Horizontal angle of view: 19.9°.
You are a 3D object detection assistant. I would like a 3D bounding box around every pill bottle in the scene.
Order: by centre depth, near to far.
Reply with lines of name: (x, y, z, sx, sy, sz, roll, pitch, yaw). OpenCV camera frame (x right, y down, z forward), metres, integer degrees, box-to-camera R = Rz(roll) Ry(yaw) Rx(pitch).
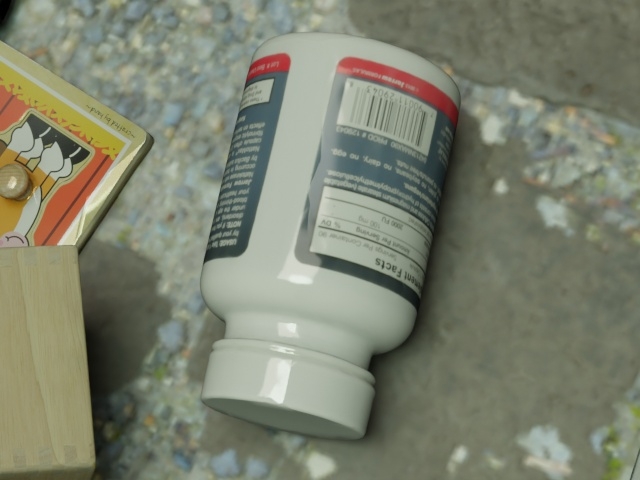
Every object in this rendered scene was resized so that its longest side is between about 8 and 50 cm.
pill bottle: (0.000, 0.000, 0.888, 0.108, 0.108, 0.180, 8, 75, 18)

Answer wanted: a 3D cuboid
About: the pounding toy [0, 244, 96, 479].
pounding toy: (-0.171, 0.089, 0.903, 0.100, 0.141, 0.130, -2, 69, -14)

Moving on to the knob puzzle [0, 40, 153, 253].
knob puzzle: (-0.214, -0.021, 0.999, 0.213, 0.030, 0.213, -5, 71, 15)

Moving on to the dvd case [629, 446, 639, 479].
dvd case: (0.232, 0.118, 0.825, 0.179, 0.029, 0.238, 15, 78, 19)

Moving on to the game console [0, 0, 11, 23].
game console: (-0.225, -0.185, 1.032, 0.122, 0.107, 0.071, 9, 32, 18)
